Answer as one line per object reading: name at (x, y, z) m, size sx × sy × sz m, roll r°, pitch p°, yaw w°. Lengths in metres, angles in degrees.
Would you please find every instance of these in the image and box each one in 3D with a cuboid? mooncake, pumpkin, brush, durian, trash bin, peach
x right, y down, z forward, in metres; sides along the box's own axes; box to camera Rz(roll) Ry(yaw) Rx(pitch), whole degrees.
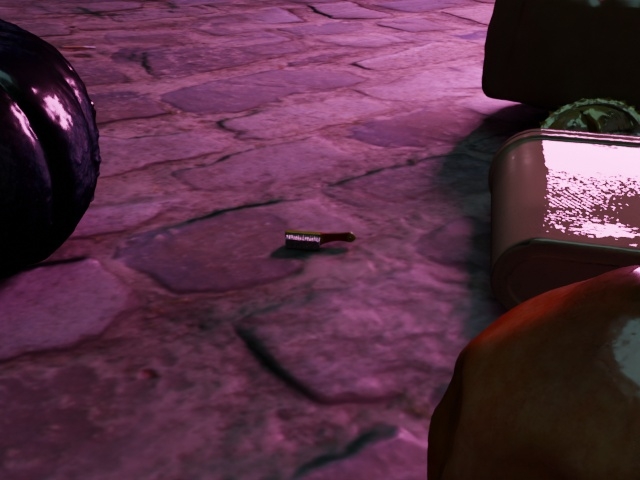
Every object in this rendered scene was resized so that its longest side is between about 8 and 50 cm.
mooncake at (0.444, -0.300, 1.121) m, size 0.378 × 0.201 × 0.378 m, roll 5°, pitch 15°, yaw -1°
pumpkin at (-0.414, -0.096, 0.766) m, size 0.363 × 0.266 × 0.363 m, roll 4°, pitch 29°, yaw -2°
brush at (0.000, 0.000, 0.847) m, size 0.083 × 0.019 × 0.021 m, roll 0°, pitch 40°, yaw 0°
durian at (0.379, -0.116, 0.950) m, size 0.208 × 0.102 × 0.146 m, roll 2°, pitch 73°, yaw 15°
trash bin at (0.305, -0.015, 0.788) m, size 0.243 × 0.121 × 0.247 m, roll 6°, pitch 34°, yaw 10°
peach at (0.175, 0.124, 0.430) m, size 0.214 × 0.235 × 0.214 m, roll 4°, pitch 39°, yaw -3°
